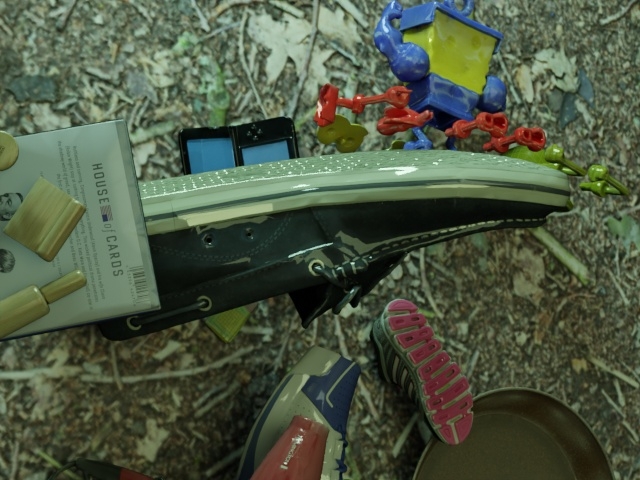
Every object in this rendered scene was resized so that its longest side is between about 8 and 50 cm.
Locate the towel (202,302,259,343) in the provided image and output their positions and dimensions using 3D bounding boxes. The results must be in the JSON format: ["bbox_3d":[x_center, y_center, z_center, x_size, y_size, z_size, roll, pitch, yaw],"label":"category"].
[{"bbox_3d":[-0.107,0.062,1.433,0.083,0.009,0.060,45,64,-17],"label":"towel"}]

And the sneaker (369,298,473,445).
[{"bbox_3d":[0.107,0.148,1.508,0.063,0.075,0.170,-28,87,-30],"label":"sneaker"}]

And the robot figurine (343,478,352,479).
[{"bbox_3d":[0.034,0.300,1.452,0.101,0.067,0.115,-47,108,-15],"label":"robot figurine"}]

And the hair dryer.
[{"bbox_3d":[-0.114,0.255,1.264,0.294,0.080,0.223,-29,74,-6],"label":"hair dryer"}]

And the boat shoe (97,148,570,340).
[{"bbox_3d":[0.000,0.000,1.351,0.500,0.187,0.155,-9,99,-7],"label":"boat shoe"}]

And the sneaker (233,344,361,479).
[{"bbox_3d":[-0.009,0.281,1.358,0.182,0.127,0.315,25,75,8],"label":"sneaker"}]

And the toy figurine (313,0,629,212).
[{"bbox_3d":[0.180,-0.185,1.542,0.363,0.191,0.217,18,70,-29],"label":"toy figurine"}]

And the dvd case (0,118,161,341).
[{"bbox_3d":[-0.276,-0.002,1.226,0.239,0.029,0.179,-10,87,-9],"label":"dvd case"}]

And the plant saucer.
[{"bbox_3d":[0.214,0.324,1.569,0.311,0.050,0.310,5,80,-30],"label":"plant saucer"}]

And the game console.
[{"bbox_3d":[-0.079,-0.064,1.429,0.071,0.107,0.122,-4,85,-71],"label":"game console"}]

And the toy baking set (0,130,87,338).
[{"bbox_3d":[-0.333,0.009,1.190,0.256,0.030,0.196,-33,87,-9],"label":"toy baking set"}]
